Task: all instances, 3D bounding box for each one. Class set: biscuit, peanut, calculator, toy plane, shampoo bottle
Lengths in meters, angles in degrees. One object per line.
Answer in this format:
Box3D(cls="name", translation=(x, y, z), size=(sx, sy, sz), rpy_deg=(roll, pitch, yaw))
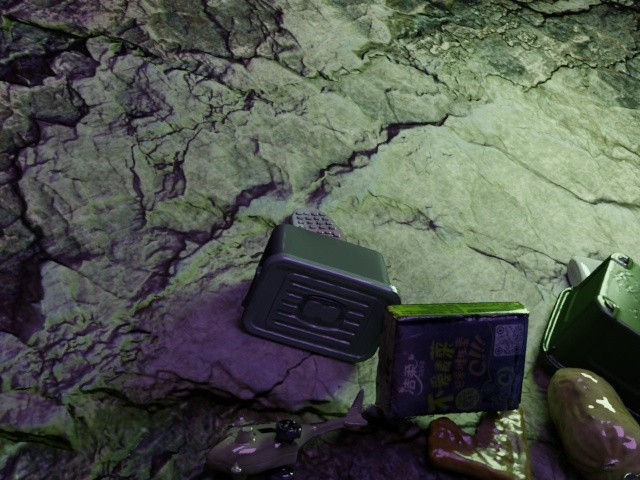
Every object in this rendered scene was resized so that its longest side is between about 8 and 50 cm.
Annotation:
Box3D(cls="biscuit", translation=(0.249, 0.310, 1.638), size=(0.183, 0.039, 0.174), rpy_deg=(17, 41, -14))
Box3D(cls="peanut", translation=(0.448, 0.306, 1.690), size=(0.129, 0.129, 0.224), rpy_deg=(2, 39, -28))
Box3D(cls="calculator", translation=(0.000, 0.000, 1.847), size=(0.103, 0.024, 0.166), rpy_deg=(2, 43, -29))
Box3D(cls="toy plane", translation=(-0.041, 0.280, 1.479), size=(0.286, 0.092, 0.108), rpy_deg=(-8, 26, -33))
Box3D(cls="shampoo bottle", translation=(0.605, 0.092, 2.070), size=(0.221, 0.051, 0.108), rpy_deg=(13, 39, -16))

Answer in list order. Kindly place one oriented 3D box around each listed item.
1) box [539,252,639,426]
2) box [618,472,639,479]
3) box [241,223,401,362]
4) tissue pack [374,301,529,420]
Box3D(cls="box", translation=(0.585, 0.188, 1.855), size=(0.329, 0.177, 0.252), rpy_deg=(31, 41, 4))
Box3D(cls="box", translation=(0.492, 0.437, 1.530), size=(0.274, 0.178, 0.138), rpy_deg=(10, 42, -22))
Box3D(cls="box", translation=(0.001, 0.079, 1.666), size=(0.243, 0.163, 0.135), rpy_deg=(17, 31, -11))
Box3D(cls="tissue pack", translation=(0.209, 0.186, 1.621), size=(0.236, 0.173, 0.073), rpy_deg=(-1, 14, -17))
